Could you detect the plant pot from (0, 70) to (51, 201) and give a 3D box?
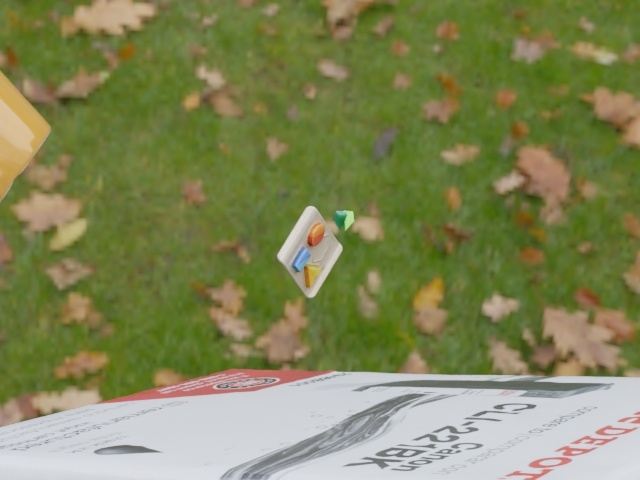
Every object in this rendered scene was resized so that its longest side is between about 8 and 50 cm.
[{"bbox_3d":[-0.321,-0.091,1.226,0.188,0.205,0.205,37,37,-12],"label":"plant pot"}]

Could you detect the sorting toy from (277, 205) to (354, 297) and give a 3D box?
[{"bbox_3d":[0.000,0.000,1.324,0.012,0.062,0.083,14,64,38],"label":"sorting toy"}]

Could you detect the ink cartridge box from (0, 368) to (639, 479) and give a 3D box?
[{"bbox_3d":[0.019,0.117,0.569,0.272,0.114,0.197,-1,5,35],"label":"ink cartridge box"}]
